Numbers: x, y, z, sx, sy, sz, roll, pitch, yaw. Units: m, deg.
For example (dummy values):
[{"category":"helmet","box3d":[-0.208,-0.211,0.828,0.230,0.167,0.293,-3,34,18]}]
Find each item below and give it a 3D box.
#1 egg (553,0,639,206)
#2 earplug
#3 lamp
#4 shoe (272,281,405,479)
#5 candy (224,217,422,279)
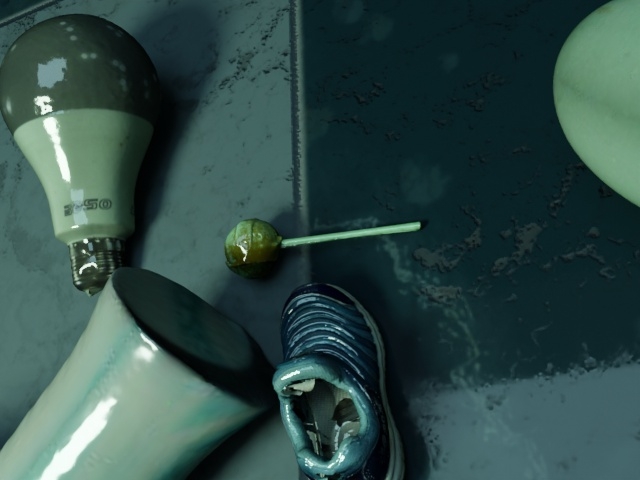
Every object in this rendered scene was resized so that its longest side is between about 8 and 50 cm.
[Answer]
[{"category":"egg","box3d":[0.278,-0.100,0.572,0.168,0.168,0.231,-50,52,-1]},{"category":"earplug","box3d":[-0.203,0.205,0.699,0.324,0.185,0.185,-52,54,7]},{"category":"lamp","box3d":[-0.251,-0.111,0.883,0.181,0.182,0.314,-28,77,14]},{"category":"shoe","box3d":[0.007,0.121,0.653,0.091,0.106,0.207,-25,52,14]},{"category":"candy","box3d":[0.000,0.000,0.754,0.202,0.061,0.061,-7,64,16]}]
